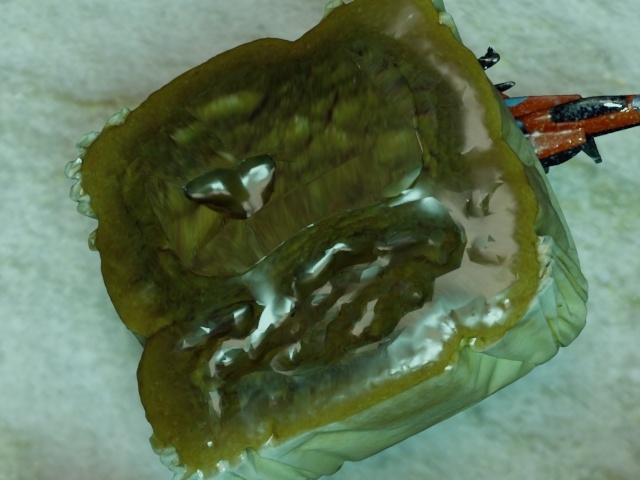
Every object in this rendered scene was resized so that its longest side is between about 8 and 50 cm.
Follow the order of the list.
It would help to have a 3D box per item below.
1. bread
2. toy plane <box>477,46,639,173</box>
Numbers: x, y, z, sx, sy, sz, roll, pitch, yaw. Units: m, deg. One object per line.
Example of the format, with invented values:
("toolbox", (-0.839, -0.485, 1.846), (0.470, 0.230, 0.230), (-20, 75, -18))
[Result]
("bread", (0.001, -0.001, 0.745), (0.210, 0.110, 0.192), (-24, 70, 8))
("toy plane", (0.097, -0.049, 0.824), (0.189, 0.061, 0.130), (-6, 58, 15))
